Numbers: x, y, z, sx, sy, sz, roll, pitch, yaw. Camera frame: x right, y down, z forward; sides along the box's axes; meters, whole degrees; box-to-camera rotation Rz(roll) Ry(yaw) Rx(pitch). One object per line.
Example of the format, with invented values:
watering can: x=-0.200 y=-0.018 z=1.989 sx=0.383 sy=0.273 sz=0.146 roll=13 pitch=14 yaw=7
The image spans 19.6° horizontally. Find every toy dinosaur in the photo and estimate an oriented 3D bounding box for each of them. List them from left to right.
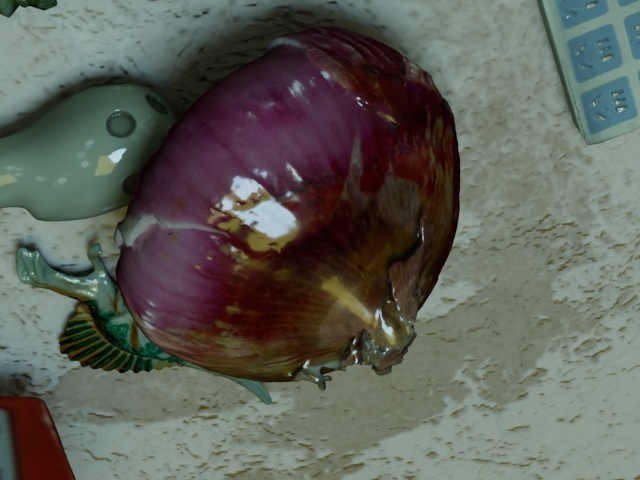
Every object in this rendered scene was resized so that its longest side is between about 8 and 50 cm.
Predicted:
toy dinosaur: x=-0.115 y=0.060 z=1.167 sx=0.106 sy=0.044 sz=0.187 roll=-15 pitch=141 yaw=16

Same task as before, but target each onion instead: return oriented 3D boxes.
onion: x=0.000 y=0.000 z=1.035 sx=0.230 sy=0.163 sz=0.230 roll=-22 pitch=137 yaw=-23

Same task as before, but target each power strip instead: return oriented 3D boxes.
power strip: x=0.169 y=-0.141 z=1.077 sx=0.081 sy=0.035 sz=0.192 roll=-21 pitch=128 yaw=3

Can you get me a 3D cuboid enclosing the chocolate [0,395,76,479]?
chocolate: x=-0.329 y=0.246 z=1.145 sx=0.360 sy=0.161 sz=0.341 roll=2 pitch=134 yaw=-18

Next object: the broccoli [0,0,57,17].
broccoli: x=-0.249 y=-0.156 z=0.840 sx=0.288 sy=0.245 sz=0.248 roll=-38 pitch=123 yaw=-8

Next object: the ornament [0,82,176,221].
ornament: x=-0.156 y=-0.042 z=1.059 sx=0.156 sy=0.075 sz=0.081 roll=-15 pitch=132 yaw=-3
